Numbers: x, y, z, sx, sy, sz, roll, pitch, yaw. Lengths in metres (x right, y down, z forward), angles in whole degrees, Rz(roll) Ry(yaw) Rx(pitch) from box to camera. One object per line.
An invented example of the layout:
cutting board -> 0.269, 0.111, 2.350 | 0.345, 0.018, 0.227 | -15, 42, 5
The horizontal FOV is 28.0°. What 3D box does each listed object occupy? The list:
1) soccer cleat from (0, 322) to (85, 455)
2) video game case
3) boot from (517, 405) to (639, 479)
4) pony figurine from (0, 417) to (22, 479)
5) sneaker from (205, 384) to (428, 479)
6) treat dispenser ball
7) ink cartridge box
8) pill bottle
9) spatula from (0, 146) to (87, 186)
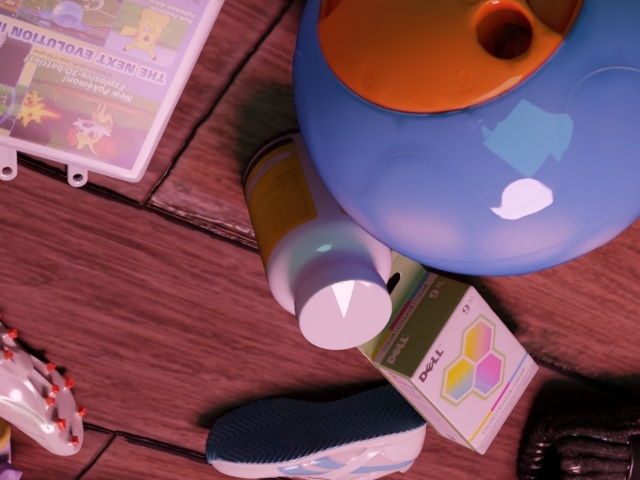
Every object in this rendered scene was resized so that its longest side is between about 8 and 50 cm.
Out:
soccer cleat -> -0.285, 0.133, 1.174 | 0.076, 0.068, 0.196 | -16, 133, 18
video game case -> -0.221, -0.209, 0.892 | 0.329, 0.036, 0.300 | 15, 117, -27
boot -> 0.353, 0.312, 1.456 | 0.260, 0.131, 0.348 | -12, 122, -15
pony figurine -> -0.345, 0.297, 1.189 | 0.350, 0.303, 0.364 | 15, 135, 13
sneaker -> -0.003, 0.213, 1.304 | 0.228, 0.087, 0.092 | -4, 132, -10
treat dispenser ball -> 0.123, -0.118, 0.918 | 0.288, 0.288, 0.288 | -8, 131, -9
ink cartridge box -> 0.118, 0.104, 1.228 | 0.109, 0.062, 0.209 | -55, 131, -15
pill bottle -> 0.000, 0.000, 1.054 | 0.103, 0.184, 0.103 | -8, 131, -9
spatula -> -0.248, -0.136, 0.982 | 0.168, 0.019, 0.242 | -5, 132, -18
